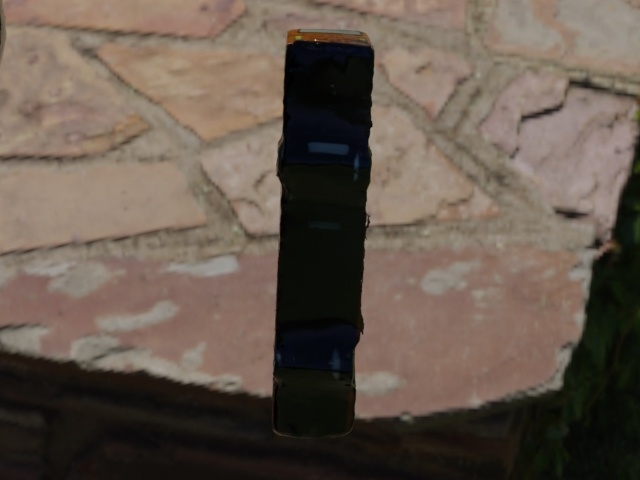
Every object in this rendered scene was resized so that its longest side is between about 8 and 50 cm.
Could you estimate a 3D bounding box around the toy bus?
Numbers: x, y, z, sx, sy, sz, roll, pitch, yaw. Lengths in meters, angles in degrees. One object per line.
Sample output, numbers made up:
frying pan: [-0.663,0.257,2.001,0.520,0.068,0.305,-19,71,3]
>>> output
toy bus: [0.000,0.000,1.255,0.093,0.409,0.092,2,23,-3]

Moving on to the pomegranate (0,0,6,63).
pomegranate: [-0.398,-0.195,0.980,0.285,0.285,0.340,-16,52,-11]
